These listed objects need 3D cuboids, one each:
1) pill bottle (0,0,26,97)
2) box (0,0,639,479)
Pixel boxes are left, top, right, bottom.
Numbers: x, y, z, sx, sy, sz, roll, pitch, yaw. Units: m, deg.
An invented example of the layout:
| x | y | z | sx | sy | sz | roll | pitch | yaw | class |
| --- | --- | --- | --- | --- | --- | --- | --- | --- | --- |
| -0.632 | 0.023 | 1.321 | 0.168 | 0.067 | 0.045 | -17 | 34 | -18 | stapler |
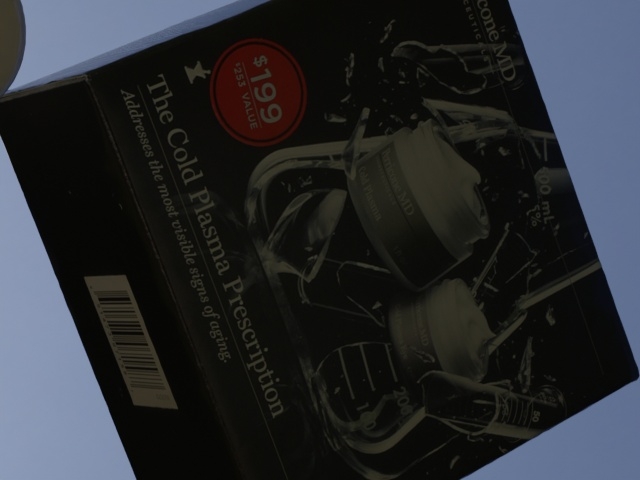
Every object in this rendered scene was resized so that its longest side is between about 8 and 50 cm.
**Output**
| x | y | z | sx | sy | sz | roll | pitch | yaw | class |
| --- | --- | --- | --- | --- | --- | --- | --- | --- | --- |
| -0.190 | -0.090 | 0.855 | 0.137 | 0.078 | 0.078 | 7 | -63 | 58 | pill bottle |
| 0.000 | 0.000 | 1.311 | 0.179 | 0.312 | 0.343 | -4 | -70 | 60 | box |
